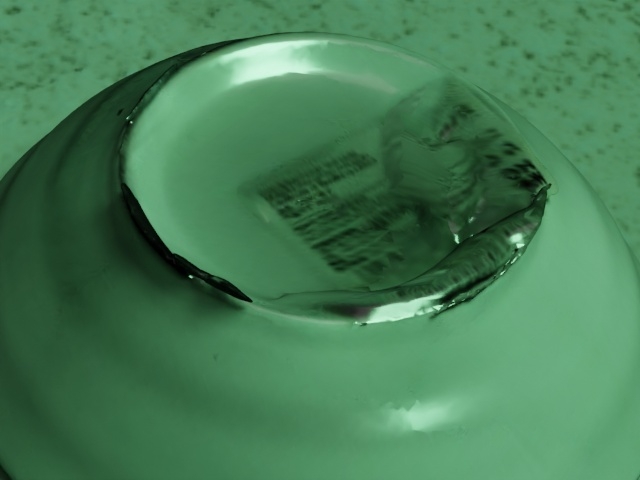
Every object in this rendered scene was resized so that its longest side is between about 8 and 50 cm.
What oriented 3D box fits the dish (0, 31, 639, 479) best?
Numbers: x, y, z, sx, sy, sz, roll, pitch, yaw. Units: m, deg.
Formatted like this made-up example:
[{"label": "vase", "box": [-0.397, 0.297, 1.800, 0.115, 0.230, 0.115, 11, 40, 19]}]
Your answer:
[{"label": "dish", "box": [0.000, 0.000, 0.829, 0.316, 0.106, 0.316, 4, 45, -4]}]
